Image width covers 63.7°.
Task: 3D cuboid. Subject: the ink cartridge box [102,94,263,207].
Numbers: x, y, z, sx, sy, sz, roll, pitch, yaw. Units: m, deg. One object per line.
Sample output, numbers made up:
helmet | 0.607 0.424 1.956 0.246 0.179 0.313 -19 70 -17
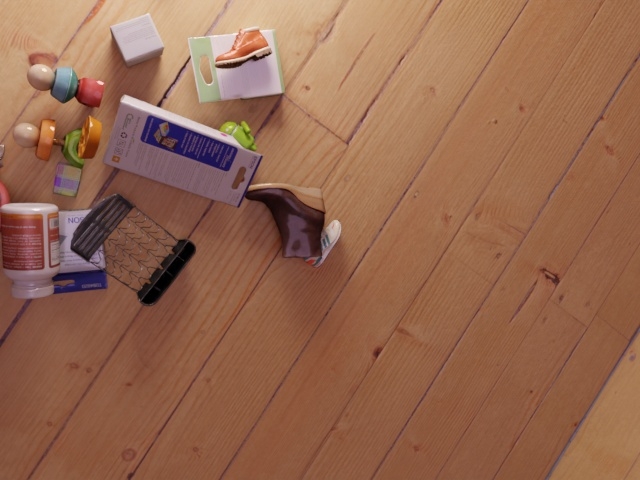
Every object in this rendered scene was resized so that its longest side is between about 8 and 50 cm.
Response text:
ink cartridge box | -0.355 -0.224 1.347 0.371 0.069 0.175 19 117 -20

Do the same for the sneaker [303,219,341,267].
sneaker | 0.000 0.000 1.554 0.075 0.057 0.161 31 91 -27

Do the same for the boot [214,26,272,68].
boot | -0.211 -0.497 1.331 0.158 0.059 0.084 -28 104 -21

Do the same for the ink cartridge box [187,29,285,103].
ink cartridge box | -0.224 -0.465 1.387 0.235 0.056 0.171 -12 103 -14

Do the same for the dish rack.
dish rack | -0.490 0.019 1.343 0.271 0.074 0.208 44 74 -34

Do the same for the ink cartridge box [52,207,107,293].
ink cartridge box | -0.673 0.034 1.323 0.224 0.045 0.223 -6 102 -19

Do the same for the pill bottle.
pill bottle | -0.687 0.023 1.225 0.121 0.121 0.216 0 99 -20

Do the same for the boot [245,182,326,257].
boot | -0.101 -0.054 1.470 0.249 0.090 0.206 3 87 -21

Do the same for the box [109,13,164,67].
box | -0.452 -0.491 1.274 0.101 0.102 0.087 -27 106 -14

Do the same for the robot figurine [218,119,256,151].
robot figurine | -0.229 -0.278 1.413 0.115 0.067 0.101 39 109 -22

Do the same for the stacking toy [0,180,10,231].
stacking toy | -0.896 -0.061 1.151 0.309 0.130 0.279 17 88 -15

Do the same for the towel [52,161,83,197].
towel | -0.646 -0.155 1.317 0.060 0.009 0.083 11 97 -22

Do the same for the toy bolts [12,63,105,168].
toy bolts | -0.608 -0.298 1.202 0.159 0.218 0.228 12 89 -35

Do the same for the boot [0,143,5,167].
boot | -0.806 -0.227 1.233 0.087 0.042 0.118 -1 101 -26
